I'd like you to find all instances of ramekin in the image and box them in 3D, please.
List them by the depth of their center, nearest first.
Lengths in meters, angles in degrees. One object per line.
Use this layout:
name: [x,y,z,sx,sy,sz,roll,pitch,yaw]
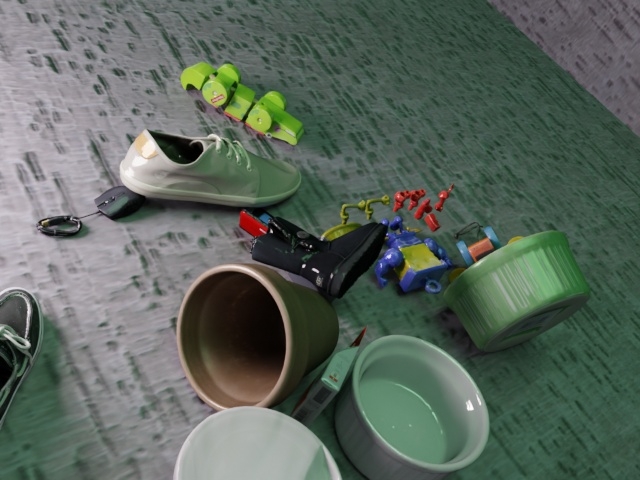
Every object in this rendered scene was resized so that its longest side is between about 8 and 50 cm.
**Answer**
ramekin: [-0.106,0.406,1.141,0.273,0.127,0.272,16,42,-15]
ramekin: [0.160,0.327,1.374,0.277,0.135,0.277,16,42,-15]
ramekin: [0.440,0.123,1.633,0.303,0.303,0.148,-7,61,-36]

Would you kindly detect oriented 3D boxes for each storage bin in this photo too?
storage bin: [-0.002,0.074,1.542,0.135,0.098,0.091,58,47,-22]

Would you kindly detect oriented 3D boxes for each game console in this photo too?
game console: [-0.098,-0.029,1.622,0.144,0.124,0.085,35,67,5]

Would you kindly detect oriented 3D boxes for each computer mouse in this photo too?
computer mouse: [-0.452,-0.064,1.475,0.071,0.041,0.242,45,43,15]

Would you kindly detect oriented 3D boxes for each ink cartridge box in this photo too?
ink cartridge box: [0.016,0.242,1.365,0.045,0.145,0.179,31,40,-3]

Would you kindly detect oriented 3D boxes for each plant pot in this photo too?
plant pot: [-0.089,0.169,1.333,0.229,0.263,0.263,2,45,-56]

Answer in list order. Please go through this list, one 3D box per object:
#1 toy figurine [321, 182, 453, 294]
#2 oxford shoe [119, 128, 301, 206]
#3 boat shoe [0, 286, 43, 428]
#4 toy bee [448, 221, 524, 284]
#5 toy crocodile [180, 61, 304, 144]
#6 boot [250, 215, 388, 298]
toy figurine: [0.199,0.027,1.672,0.363,0.191,0.217,-11,60,-37]
oxford shoe: [-0.217,-0.166,1.633,0.449,0.130,0.169,1,35,-39]
boat shoe: [-0.507,0.177,1.148,0.113,0.105,0.306,21,41,-11]
toy bee: [0.418,0.047,1.797,0.162,0.195,0.298,59,31,-4]
toy crocodile: [-0.196,-0.347,1.881,0.341,0.105,0.115,30,40,-8]
boot: [0.000,0.000,1.460,0.207,0.094,0.246,26,38,17]
